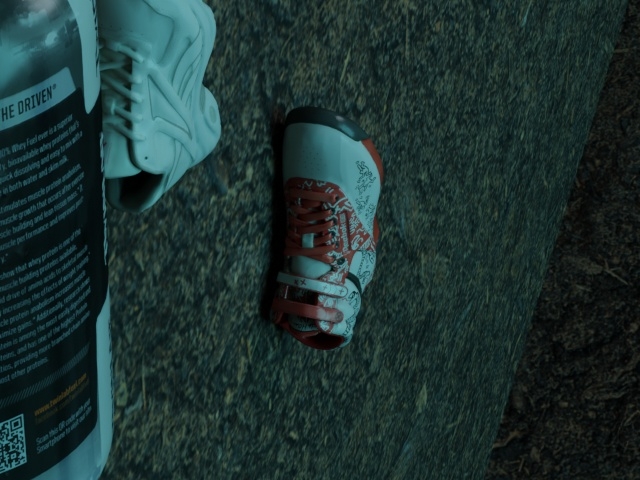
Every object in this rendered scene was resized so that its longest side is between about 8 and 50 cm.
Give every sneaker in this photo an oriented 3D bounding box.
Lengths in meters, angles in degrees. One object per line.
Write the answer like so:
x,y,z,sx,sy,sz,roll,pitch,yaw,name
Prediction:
-0.129,-0.101,1.227,0.232,0.090,0.115,77,34,-51,sneaker
0.001,0.001,1.690,0.270,0.090,0.145,79,27,-57,sneaker

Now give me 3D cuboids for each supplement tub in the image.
-0.205,-0.027,0.838,0.207,0.207,0.338,-53,151,-53,supplement tub

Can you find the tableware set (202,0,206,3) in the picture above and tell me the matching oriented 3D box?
-0.102,-0.263,1.255,0.128,0.039,0.194,57,36,-31,tableware set
